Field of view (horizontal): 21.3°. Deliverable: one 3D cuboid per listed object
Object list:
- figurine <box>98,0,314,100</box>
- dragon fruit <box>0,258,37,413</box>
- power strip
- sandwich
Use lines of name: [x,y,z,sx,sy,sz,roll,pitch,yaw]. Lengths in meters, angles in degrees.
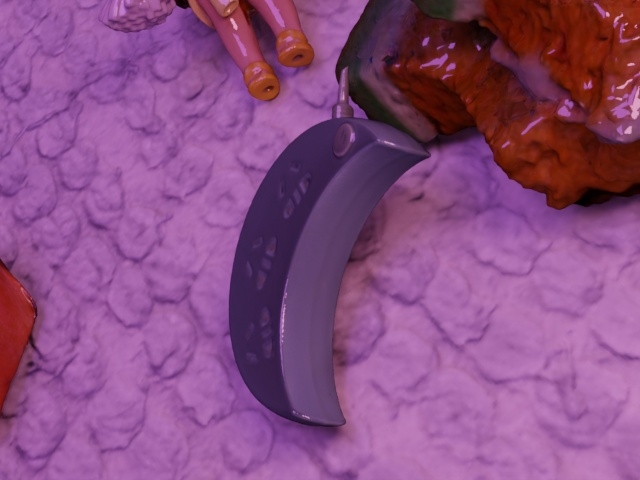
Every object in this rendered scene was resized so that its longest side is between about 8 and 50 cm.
figurine: [-0.076,-0.215,1.255,0.174,0.116,0.240,-37,49,21]
dragon fruit: [-0.368,0.080,1.264,0.290,0.189,0.291,-24,48,30]
power strip: [0.000,0.000,1.043,0.137,0.044,0.216,21,96,58]
sandwich: [0.120,-0.141,0.984,0.250,0.162,0.301,-50,38,10]
